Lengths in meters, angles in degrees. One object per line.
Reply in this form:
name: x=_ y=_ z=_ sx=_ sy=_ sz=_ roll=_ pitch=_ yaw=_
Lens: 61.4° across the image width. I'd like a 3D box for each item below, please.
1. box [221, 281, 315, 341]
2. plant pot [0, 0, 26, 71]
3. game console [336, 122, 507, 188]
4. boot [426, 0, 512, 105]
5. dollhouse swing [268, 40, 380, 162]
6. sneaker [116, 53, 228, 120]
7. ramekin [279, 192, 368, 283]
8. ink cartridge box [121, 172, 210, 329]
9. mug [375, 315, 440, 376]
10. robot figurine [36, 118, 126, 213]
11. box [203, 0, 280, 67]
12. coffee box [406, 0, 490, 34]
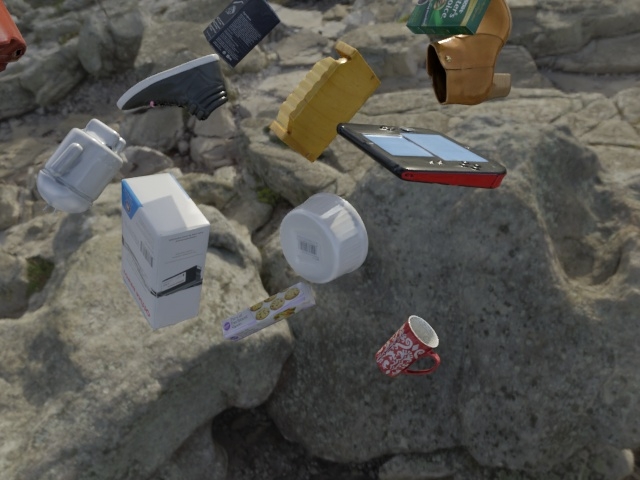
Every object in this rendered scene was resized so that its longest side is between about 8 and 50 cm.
box: x=-0.167 y=0.227 z=1.685 sx=0.324 sy=0.063 sz=0.067 roll=-27 pitch=60 yaw=22
plant pot: x=-0.742 y=-0.454 z=1.045 sx=0.272 sy=0.265 sz=0.272 roll=-28 pitch=15 yaw=8
game console: x=0.265 y=-0.238 z=1.437 sx=0.341 sy=0.060 sz=0.386 roll=2 pitch=26 yaw=-27
boot: x=0.337 y=-0.463 z=1.252 sx=0.211 sy=0.295 sz=0.104 roll=-9 pitch=1 yaw=-27
dollhouse swing: x=-0.040 y=-0.498 z=1.781 sx=0.347 sy=0.315 sz=0.305 roll=-48 pitch=63 yaw=9
sneaker: x=-0.380 y=-0.372 z=1.433 sx=0.295 sy=0.147 sz=0.104 roll=-25 pitch=12 yaw=-8
ramekin: x=0.000 y=0.000 z=1.692 sx=0.277 sy=0.277 sz=0.135 roll=25 pitch=36 yaw=31
ink cartridge box: x=-0.495 y=0.035 z=1.681 sx=0.166 sy=0.395 sz=0.285 roll=-15 pitch=48 yaw=-35
mug: x=0.255 y=0.331 z=1.580 sx=0.169 sy=0.113 sz=0.150 roll=-49 pitch=44 yaw=27
robot figurine: x=-0.826 y=-0.241 z=1.852 sx=0.199 sy=0.300 sz=0.353 roll=33 pitch=82 yaw=5
box: x=-0.240 y=-0.647 z=1.626 sx=0.207 sy=0.108 sz=0.153 roll=-41 pitch=35 yaw=10
coffee box: x=0.286 y=-0.516 z=1.194 sx=0.184 sy=0.040 sz=0.113 roll=30 pitch=94 yaw=49
